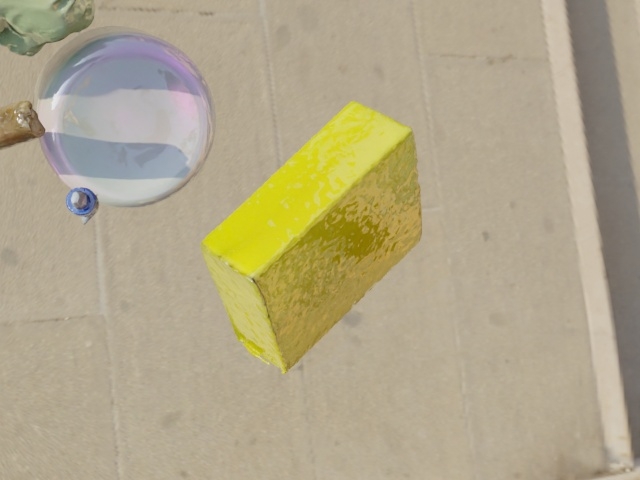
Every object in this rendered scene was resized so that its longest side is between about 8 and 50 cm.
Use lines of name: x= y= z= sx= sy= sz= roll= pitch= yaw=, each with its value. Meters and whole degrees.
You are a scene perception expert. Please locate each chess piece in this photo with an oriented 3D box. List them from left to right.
chess piece: x=-0.403 y=-0.283 z=1.025 sx=0.298 sy=0.176 sz=0.175 roll=11 pitch=77 yaw=-13

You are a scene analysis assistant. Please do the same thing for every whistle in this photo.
whistle: x=-0.231 y=-0.035 z=0.893 sx=0.029 sy=0.083 sz=0.033 roll=14 pitch=84 yaw=-2

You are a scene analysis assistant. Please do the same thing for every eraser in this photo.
eraser: x=0.000 y=0.000 z=0.499 sx=0.045 sy=0.097 sz=0.122 roll=32 pitch=63 yaw=28

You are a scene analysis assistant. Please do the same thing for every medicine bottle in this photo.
medicine bottle: x=-0.296 y=-0.191 z=1.350 sx=0.241 sy=0.302 sz=0.241 roll=-6 pitch=108 yaw=-18

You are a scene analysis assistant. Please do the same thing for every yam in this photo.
yam: x=-0.437 y=-0.130 z=1.125 sx=0.057 sy=0.241 sz=0.056 roll=25 pitch=62 yaw=-61
